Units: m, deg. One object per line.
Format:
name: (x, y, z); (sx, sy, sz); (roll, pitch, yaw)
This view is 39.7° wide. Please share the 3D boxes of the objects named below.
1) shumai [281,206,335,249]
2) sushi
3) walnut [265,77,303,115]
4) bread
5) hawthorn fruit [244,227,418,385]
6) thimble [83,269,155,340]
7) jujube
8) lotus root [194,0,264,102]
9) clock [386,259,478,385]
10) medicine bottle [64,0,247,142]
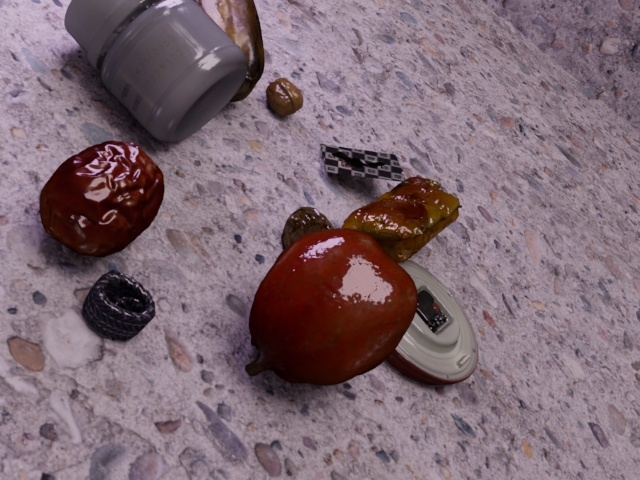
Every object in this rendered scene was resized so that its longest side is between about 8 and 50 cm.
shumai: (-0.011, -0.005, 1.788); (0.139, 0.123, 0.105); (34, 23, 7)
sushi: (0.099, -0.171, 2.098); (0.200, 0.031, 0.139); (7, 33, -12)
walnut: (-0.083, -0.335, 2.080); (0.079, 0.082, 0.096); (-28, 67, -21)
bread: (0.200, -0.058, 1.998); (0.380, 0.185, 0.109); (-34, 121, -55)
hawthorn fruit: (0.016, 0.115, 1.548); (0.311, 0.295, 0.295); (-14, 65, -55)
thimble: (-0.319, 0.104, 1.403); (0.104, 0.066, 0.095); (44, 32, -2)
jujube: (-0.356, -0.071, 1.465); (0.174, 0.174, 0.250); (38, 25, -10)
lotus root: (-0.229, -0.474, 1.979); (0.195, 0.179, 0.398); (18, 44, -37)
clock: (0.212, 0.162, 1.874); (0.318, 0.080, 0.319); (27, 40, -25)
medicine bottle: (-0.321, -0.371, 1.726); (0.306, 0.245, 0.245); (46, 35, 2)
